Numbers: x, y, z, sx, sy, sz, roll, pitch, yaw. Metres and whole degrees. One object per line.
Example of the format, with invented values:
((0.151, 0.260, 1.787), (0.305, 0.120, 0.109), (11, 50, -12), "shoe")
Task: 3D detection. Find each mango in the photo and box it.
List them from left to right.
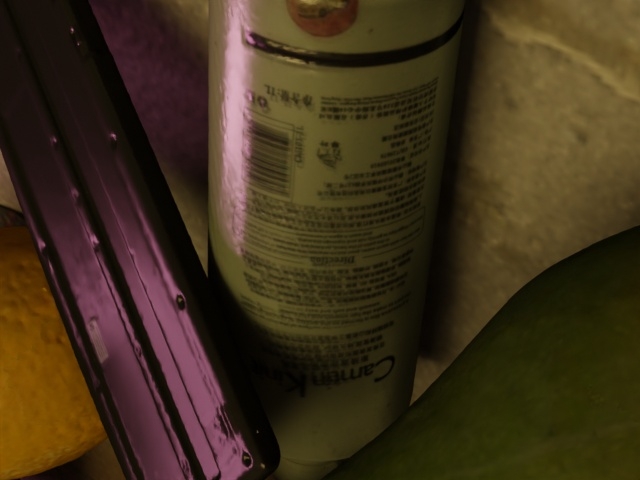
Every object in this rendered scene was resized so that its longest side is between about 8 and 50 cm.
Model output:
((0.086, 0.094, 0.433), (0.156, 0.251, 0.114), (55, 180, -7), "mango")

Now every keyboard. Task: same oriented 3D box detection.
((-0.073, 0.028, 0.531), (0.103, 0.041, 0.381), (-46, 55, 46), "keyboard")

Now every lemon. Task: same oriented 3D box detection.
((-0.149, 0.053, 0.647), (0.114, 0.155, 0.114), (167, 90, -84), "lemon")

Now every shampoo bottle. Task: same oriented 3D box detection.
((0.000, 0.000, 0.525), (0.085, 0.085, 0.262), (24, 134, 23), "shampoo bottle")

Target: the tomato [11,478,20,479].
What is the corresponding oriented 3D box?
((-0.282, 0.161, 0.747), (0.264, 0.265, 0.265), (21, 132, 26), "tomato")
